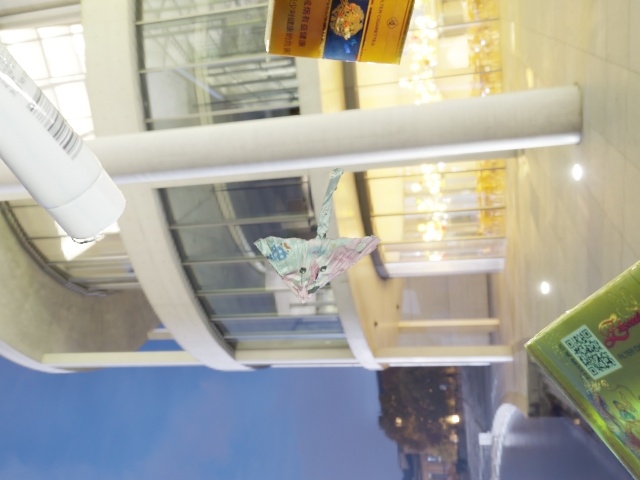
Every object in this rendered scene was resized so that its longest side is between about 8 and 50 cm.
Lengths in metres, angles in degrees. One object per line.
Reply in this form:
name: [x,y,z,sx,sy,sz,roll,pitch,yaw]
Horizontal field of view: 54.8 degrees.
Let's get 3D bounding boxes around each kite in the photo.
kite: [0.000,0.000,0.594,0.011,0.139,0.156,54,140,46]

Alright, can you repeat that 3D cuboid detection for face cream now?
face cream: [-0.229,-0.099,0.448,0.092,0.058,0.243,-102,-12,-51]

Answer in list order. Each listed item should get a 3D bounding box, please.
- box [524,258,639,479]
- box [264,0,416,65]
box: [0.298,0.096,0.501,0.173,0.043,0.311,52,157,18]
box: [0.033,-0.381,1.030,0.070,0.237,0.152,-107,22,-48]
